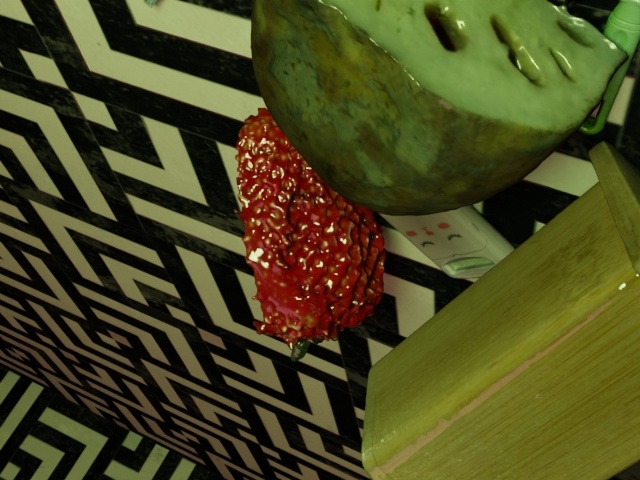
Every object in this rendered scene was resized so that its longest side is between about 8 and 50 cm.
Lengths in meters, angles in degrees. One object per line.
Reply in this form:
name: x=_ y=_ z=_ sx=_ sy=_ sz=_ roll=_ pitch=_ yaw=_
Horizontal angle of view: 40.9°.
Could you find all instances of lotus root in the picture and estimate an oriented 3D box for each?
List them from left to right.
lotus root: x=0.041 y=-0.120 z=0.676 sx=0.267 sy=0.149 sz=0.260 roll=37 pitch=155 yaw=-2

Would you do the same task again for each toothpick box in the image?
toothpick box: x=0.193 y=0.105 z=0.712 sx=0.187 sy=0.190 sz=0.308 roll=38 pitch=118 yaw=-17

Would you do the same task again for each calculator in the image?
calculator: x=0.129 y=-0.014 z=0.900 sx=0.175 sy=0.032 sz=0.100 roll=40 pitch=152 yaw=-21

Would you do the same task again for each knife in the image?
knife: x=0.219 y=-0.139 z=0.600 sx=0.054 sy=0.015 sz=0.212 roll=23 pitch=153 yaw=14

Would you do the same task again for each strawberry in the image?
strawberry: x=0.000 y=0.000 z=0.905 sx=0.106 sy=0.188 sz=0.286 roll=1 pitch=121 yaw=28

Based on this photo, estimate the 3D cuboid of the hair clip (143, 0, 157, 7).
hair clip: x=-0.139 y=-0.234 z=0.784 sx=0.115 sy=0.039 sz=0.030 roll=1 pitch=136 yaw=50
